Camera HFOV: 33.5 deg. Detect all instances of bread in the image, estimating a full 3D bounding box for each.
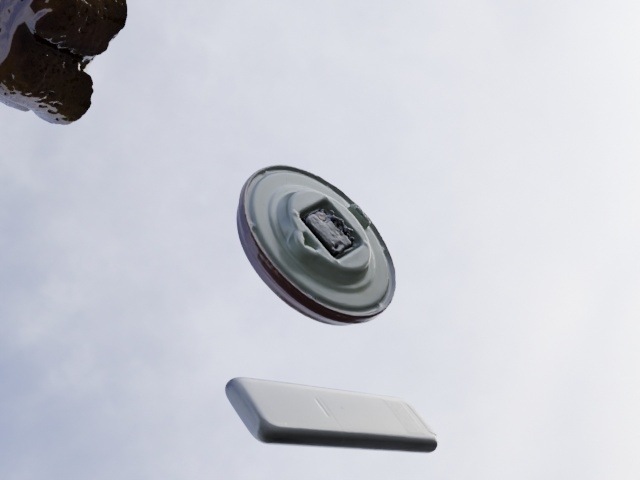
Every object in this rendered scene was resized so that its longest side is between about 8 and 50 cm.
[{"bbox_3d":[-0.345,-0.269,1.215,0.232,0.246,0.135,-63,-23,8],"label":"bread"}]

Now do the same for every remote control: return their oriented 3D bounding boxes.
[{"bbox_3d":[0.016,0.161,0.943,0.261,0.067,0.029,16,-63,-50],"label":"remote control"}]

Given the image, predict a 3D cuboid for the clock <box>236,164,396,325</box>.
[{"bbox_3d":[0.000,0.000,1.764,0.318,0.319,0.080,16,-47,-38],"label":"clock"}]
